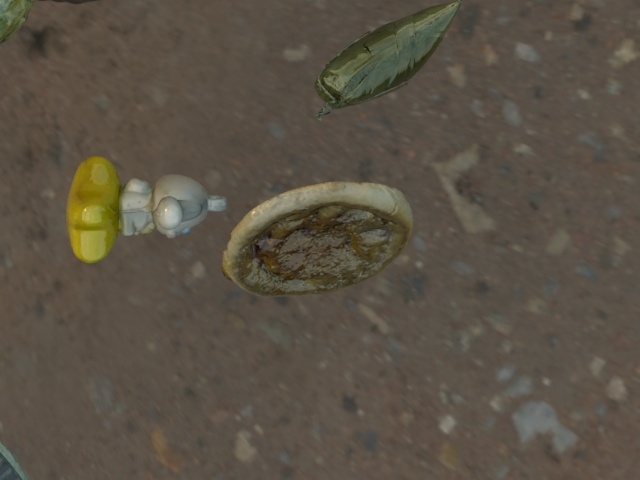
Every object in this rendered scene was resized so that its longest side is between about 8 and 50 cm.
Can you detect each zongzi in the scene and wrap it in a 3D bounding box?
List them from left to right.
[{"bbox_3d":[0.054,-0.176,1.530,0.154,0.130,0.062,-27,82,-46],"label":"zongzi"}]

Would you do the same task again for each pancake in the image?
[{"bbox_3d":[0.000,0.000,1.112,0.139,0.022,0.139,-11,151,-6],"label":"pancake"}]

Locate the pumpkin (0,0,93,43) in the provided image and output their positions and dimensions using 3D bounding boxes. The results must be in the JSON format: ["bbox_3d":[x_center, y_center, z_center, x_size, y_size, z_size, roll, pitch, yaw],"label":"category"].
[{"bbox_3d":[-0.257,-0.285,1.392,0.296,0.296,0.296,-4,104,-17],"label":"pumpkin"}]

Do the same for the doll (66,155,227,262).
[{"bbox_3d":[-0.124,-0.029,1.162,0.113,0.135,0.071,0,102,22],"label":"doll"}]

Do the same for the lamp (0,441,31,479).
[{"bbox_3d":[-0.363,0.275,1.347,0.272,0.205,0.374,-21,115,-36],"label":"lamp"}]
